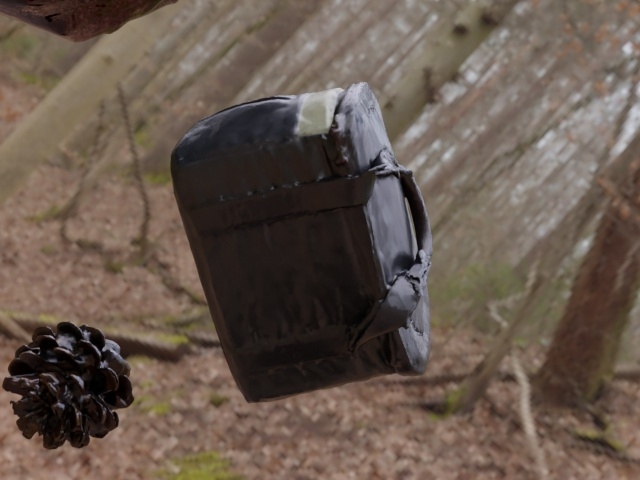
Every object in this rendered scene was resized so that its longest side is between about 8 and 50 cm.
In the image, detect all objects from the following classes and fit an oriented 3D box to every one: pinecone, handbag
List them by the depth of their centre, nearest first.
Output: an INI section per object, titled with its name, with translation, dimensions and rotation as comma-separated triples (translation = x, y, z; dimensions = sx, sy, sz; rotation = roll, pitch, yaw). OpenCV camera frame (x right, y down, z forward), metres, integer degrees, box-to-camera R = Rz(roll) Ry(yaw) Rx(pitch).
[handbag]
translation = 0.000, 0.000, 1.073
dimensions = 0.181, 0.181, 0.254
rotation = -62, 140, -69
[pinecone]
translation = -0.268, 0.157, 1.368
dimensions = 0.140, 0.140, 0.121
rotation = 42, 32, 0

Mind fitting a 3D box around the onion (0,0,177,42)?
[onion]
translation = -0.246, -0.398, 1.061
dimensions = 0.420, 0.398, 0.398
rotation = 39, -6, 31
